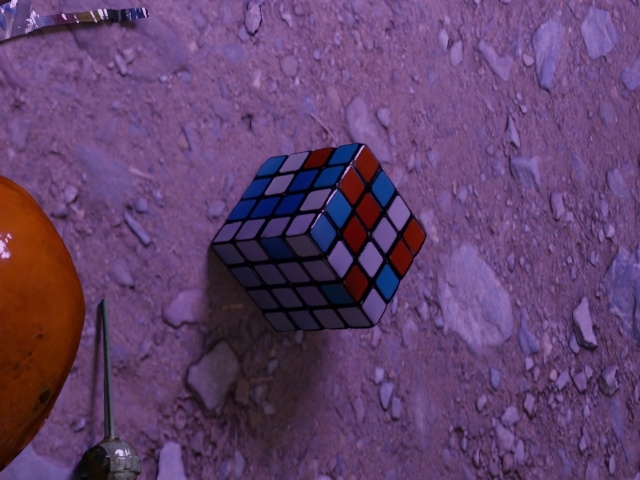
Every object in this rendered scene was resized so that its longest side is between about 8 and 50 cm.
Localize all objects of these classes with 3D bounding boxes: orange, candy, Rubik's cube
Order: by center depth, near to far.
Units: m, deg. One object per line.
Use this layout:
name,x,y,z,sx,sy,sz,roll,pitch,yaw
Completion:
orange,-0.315,0.075,1.075,0.283,0.226,0.284,-61,172,-14
candy,-0.216,0.158,1.357,0.061,0.061,0.202,10,69,-48
Rubik's cube,0.000,0.000,1.533,0.155,0.154,0.151,53,50,-29

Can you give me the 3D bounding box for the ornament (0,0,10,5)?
ornament,-0.318,-0.296,1.188,0.177,0.178,0.177,8,79,-48

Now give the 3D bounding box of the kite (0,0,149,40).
kite,-0.300,-0.275,1.333,0.310,0.015,0.169,-18,98,-47
